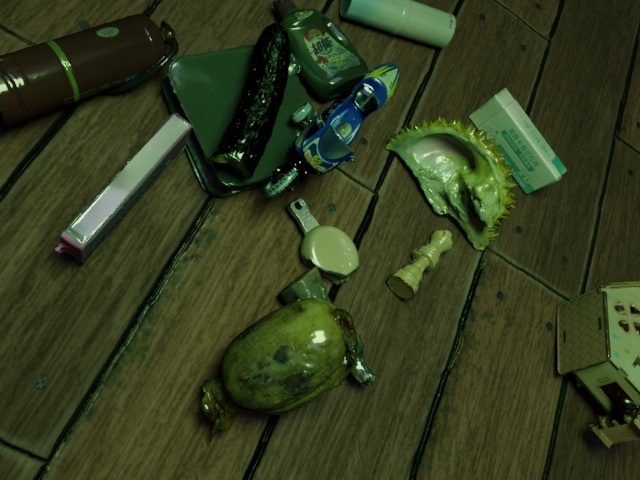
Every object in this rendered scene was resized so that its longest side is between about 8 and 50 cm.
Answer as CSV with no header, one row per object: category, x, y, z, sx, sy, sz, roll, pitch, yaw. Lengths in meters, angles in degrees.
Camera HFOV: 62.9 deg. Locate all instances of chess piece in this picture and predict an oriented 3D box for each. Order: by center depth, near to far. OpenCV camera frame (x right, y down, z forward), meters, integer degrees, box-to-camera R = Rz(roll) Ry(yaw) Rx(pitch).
chess piece,0.198,0.036,0.999,0.060,0.060,0.172,48,60,-3

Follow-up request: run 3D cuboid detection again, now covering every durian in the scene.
durian,0.283,-0.123,1.035,0.166,0.172,0.306,-36,98,-4

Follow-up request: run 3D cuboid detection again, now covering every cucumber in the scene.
cucumber,-0.098,-0.239,0.862,0.081,0.072,0.304,25,64,-17

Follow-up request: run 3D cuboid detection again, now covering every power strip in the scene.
power strip,-0.292,-0.080,0.797,0.037,0.109,0.279,37,63,-10

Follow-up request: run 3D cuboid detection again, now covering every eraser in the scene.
eraser,0.432,-0.214,1.149,0.052,0.095,0.225,-37,90,-28

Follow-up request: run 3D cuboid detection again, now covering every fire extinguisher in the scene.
fire extinguisher,-0.367,-0.288,0.837,0.141,0.105,0.341,35,52,25

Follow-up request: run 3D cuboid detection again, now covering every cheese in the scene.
cheese,-0.004,0.005,0.926,0.171,0.047,0.092,40,61,-7

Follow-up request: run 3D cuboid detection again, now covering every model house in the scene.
model house,0.593,0.215,1.058,0.326,0.169,0.244,-36,82,-29

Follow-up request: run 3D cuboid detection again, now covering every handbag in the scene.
handbag,-0.121,-0.221,0.931,0.260,0.079,0.248,-23,85,-29

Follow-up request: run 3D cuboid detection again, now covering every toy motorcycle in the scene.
toy motorcycle,0.025,-0.184,0.862,0.113,0.168,0.315,48,60,-18

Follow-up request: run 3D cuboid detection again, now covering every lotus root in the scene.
lotus root,-0.073,0.187,0.776,0.278,0.154,0.154,-34,88,8

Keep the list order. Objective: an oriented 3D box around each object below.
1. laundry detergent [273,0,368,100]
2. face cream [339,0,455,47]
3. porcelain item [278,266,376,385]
laundry detergent,-0.009,-0.391,1.034,0.144,0.078,0.222,-32,85,-30
face cream,0.168,-0.487,1.134,0.249,0.077,0.077,9,71,-21
porcelain item,0.019,0.153,0.872,0.069,0.081,0.216,-35,91,-45
